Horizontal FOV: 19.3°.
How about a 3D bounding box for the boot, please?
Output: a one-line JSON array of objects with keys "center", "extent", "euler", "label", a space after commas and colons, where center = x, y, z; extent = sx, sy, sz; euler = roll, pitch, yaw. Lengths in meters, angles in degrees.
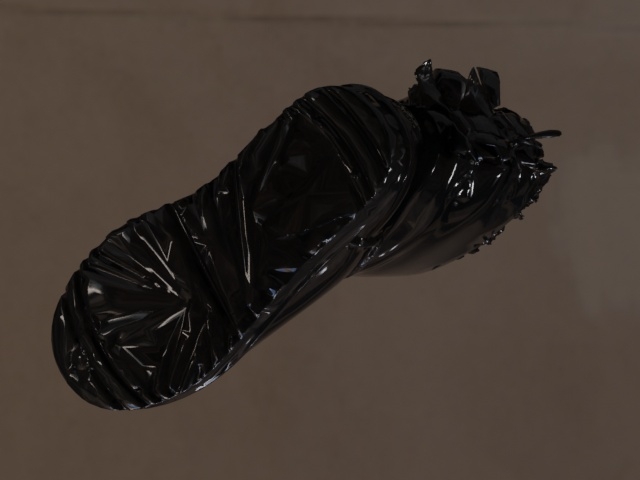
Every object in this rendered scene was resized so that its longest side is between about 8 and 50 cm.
[{"center": [-0.001, 0.000, 0.491], "extent": [0.121, 0.045, 0.099], "euler": [-40, 164, 23], "label": "boot"}]
